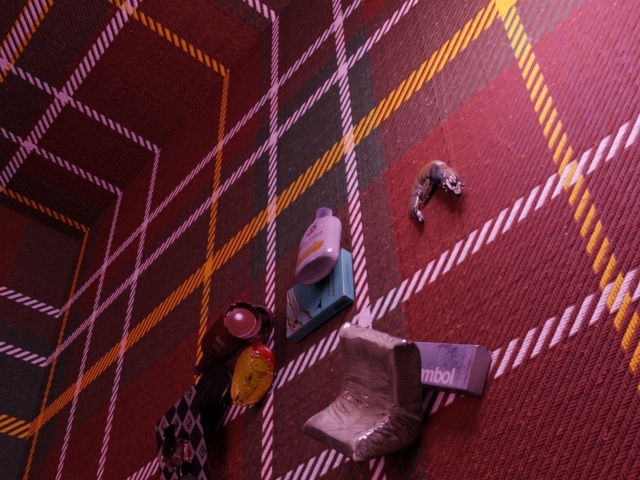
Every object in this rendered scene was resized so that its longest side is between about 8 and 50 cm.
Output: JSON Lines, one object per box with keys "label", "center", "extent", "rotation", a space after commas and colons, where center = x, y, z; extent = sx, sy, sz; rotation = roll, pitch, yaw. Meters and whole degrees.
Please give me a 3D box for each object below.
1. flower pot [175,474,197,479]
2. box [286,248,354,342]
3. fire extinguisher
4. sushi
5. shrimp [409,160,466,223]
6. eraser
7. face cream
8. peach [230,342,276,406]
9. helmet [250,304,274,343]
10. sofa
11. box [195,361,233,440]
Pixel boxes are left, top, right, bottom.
{"label": "flower pot", "center": [-0.414, 0.732, 1.915], "extent": [0.269, 0.166, 0.269], "rotation": [-30, 52, 47]}
{"label": "box", "center": [-0.004, 0.144, 1.955], "extent": [0.229, 0.041, 0.162], "rotation": [-40, 34, 32]}
{"label": "fire extinguisher", "center": [-0.278, 0.290, 2.089], "extent": [0.147, 0.106, 0.337], "rotation": [-52, 2, -36]}
{"label": "sushi", "center": [-0.365, 0.588, 2.088], "extent": [0.292, 0.059, 0.294], "rotation": [-45, 46, 39]}
{"label": "shrimp", "center": [0.265, -0.110, 1.760], "extent": [0.150, 0.051, 0.217], "rotation": [-60, 22, 7]}
{"label": "eraser", "center": [0.238, 0.251, 1.483], "extent": [0.212, 0.046, 0.092], "rotation": [-8, 59, 55]}
{"label": "face cream", "center": [0.000, 0.000, 1.993], "extent": [0.144, 0.071, 0.291], "rotation": [-39, 20, 26]}
{"label": "peach", "center": [-0.173, 0.357, 1.985], "extent": [0.127, 0.092, 0.172], "rotation": [-20, 57, 59]}
{"label": "helmet", "center": [-0.164, 0.229, 2.112], "extent": [0.089, 0.057, 0.111], "rotation": [20, 106, 19]}
{"label": "sofa", "center": [0.080, 0.295, 1.495], "extent": [0.210, 0.175, 0.226], "rotation": [11, 105, 58]}
{"label": "box", "center": [-0.327, 0.459, 2.184], "extent": [0.213, 0.042, 0.201], "rotation": [-61, 31, 3]}
